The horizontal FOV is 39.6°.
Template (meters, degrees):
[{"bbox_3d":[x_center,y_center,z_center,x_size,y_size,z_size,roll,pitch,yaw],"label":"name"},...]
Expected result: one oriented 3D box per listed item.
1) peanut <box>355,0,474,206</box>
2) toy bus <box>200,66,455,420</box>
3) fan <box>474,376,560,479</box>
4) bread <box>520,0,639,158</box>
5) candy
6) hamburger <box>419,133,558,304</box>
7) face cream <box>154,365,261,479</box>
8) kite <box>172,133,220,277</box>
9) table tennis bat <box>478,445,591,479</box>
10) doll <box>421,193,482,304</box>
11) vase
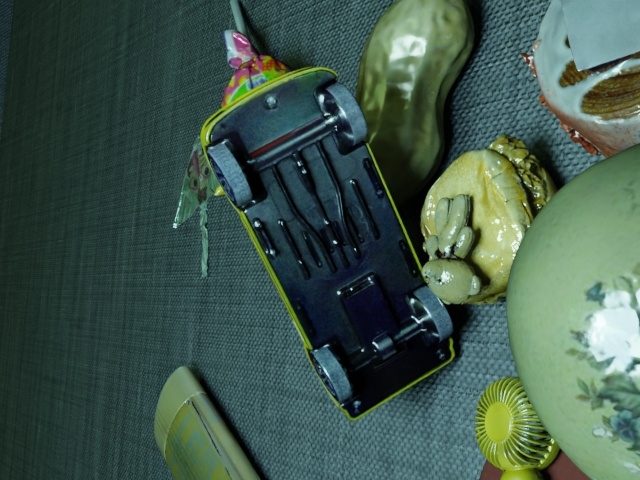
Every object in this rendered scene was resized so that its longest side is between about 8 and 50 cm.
[{"bbox_3d":[0.085,-0.141,0.944,0.125,0.111,0.275,36,114,48],"label":"peanut"},{"bbox_3d":[0.000,0.000,0.871,0.331,0.145,0.151,65,169,-19],"label":"toy bus"},{"bbox_3d":[0.170,0.193,0.757,0.082,0.039,0.155,-30,55,52],"label":"fan"},{"bbox_3d":[0.268,-0.154,0.661,0.224,0.142,0.212,27,92,55],"label":"bread"},{"bbox_3d":[-0.096,-0.260,1.267,0.124,0.124,0.365,-59,30,32],"label":"candy"},{"bbox_3d":[0.159,-0.016,0.835,0.147,0.083,0.138,-44,56,45],"label":"hamburger"},{"bbox_3d":[-0.166,0.313,1.272,0.285,0.067,0.139,44,119,50],"label":"face cream"},{"bbox_3d":[-0.190,-0.062,1.431,0.229,0.012,0.250,-32,59,50],"label":"kite"},{"bbox_3d":[0.211,0.322,0.726,0.268,0.051,0.415,5,87,57],"label":"table tennis bat"},{"bbox_3d":[0.120,0.009,0.801,0.061,0.051,0.093,-17,48,58],"label":"doll"},{"bbox_3d":[0.300,0.058,0.518,0.302,0.241,0.329,-39,84,38],"label":"vase"}]
